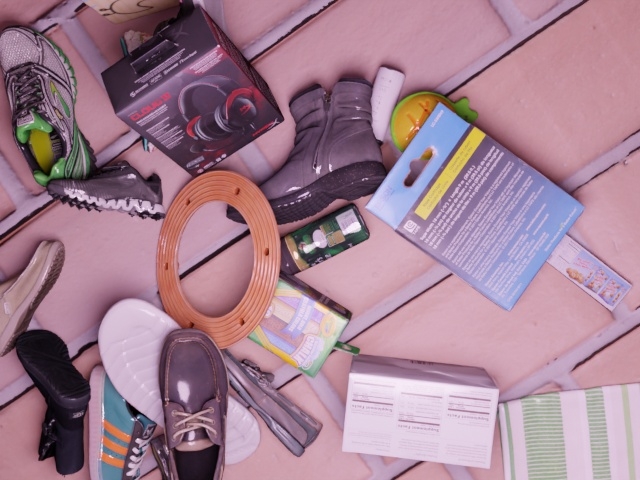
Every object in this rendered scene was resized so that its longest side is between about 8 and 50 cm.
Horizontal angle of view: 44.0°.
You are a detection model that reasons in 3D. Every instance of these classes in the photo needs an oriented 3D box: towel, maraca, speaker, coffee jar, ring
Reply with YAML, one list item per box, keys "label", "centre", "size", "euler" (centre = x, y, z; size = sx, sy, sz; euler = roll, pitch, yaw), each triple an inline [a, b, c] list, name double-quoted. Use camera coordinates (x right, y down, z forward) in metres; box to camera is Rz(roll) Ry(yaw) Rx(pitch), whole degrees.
- label: "towel"
  centre: [0.514, 0.410, 1.529]
  size: [0.324, 0.038, 0.248]
  euler: [-7, 91, 5]
- label: "maraca"
  centre: [0.217, -0.217, 1.501]
  size: [0.185, 0.099, 0.127]
  euler: [-3, 102, -20]
- label: "speaker"
  centre: [0.116, -0.261, 1.525]
  size: [0.055, 0.055, 0.136]
  euler: [19, 94, 4]
- label: "coffee jar"
  centre: [0.000, 0.000, 1.525]
  size: [0.184, 0.096, 0.079]
  euler: [-26, 90, 6]
- label: "ring"
  centre: [-0.194, 0.036, 1.495]
  size: [0.336, 0.032, 0.337]
  euler: [-3, 85, 40]

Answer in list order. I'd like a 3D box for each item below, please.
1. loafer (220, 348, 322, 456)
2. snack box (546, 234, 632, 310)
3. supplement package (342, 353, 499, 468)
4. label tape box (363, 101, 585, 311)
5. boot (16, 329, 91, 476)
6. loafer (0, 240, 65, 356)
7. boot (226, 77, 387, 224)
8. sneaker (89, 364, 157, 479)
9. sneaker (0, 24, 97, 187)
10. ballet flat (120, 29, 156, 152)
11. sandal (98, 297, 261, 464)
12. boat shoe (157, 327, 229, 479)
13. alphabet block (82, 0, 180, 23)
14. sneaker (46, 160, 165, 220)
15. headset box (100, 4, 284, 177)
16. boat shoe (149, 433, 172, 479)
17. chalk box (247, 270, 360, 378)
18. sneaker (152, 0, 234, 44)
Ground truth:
- label: "loafer"
  centre: [-0.105, 0.303, 1.561]
  size: [0.084, 0.096, 0.267]
  euler: [-42, 96, -15]
- label: "snack box"
  centre: [0.507, 0.057, 1.522]
  size: [0.178, 0.022, 0.064]
  euler: [38, 94, 2]
- label: "supplement package"
  centre: [0.179, 0.310, 1.468]
  size: [0.261, 0.204, 0.145]
  euler: [6, 92, 4]
- label: "label tape box"
  centre: [0.278, -0.063, 1.477]
  size: [0.333, 0.106, 0.241]
  euler: [35, 94, -5]
- label: "boot"
  centre: [-0.538, 0.323, 1.575]
  size: [0.246, 0.094, 0.207]
  euler: [38, 124, 37]
- label: "loafer"
  centre: [-0.604, 0.106, 1.577]
  size: [0.092, 0.102, 0.269]
  euler: [32, 95, -3]
- label: "boot"
  centre: [-0.036, -0.166, 1.523]
  size: [0.338, 0.118, 0.223]
  euler: [-16, 73, 17]
- label: "sneaker"
  centre: [-0.382, 0.394, 1.567]
  size: [0.120, 0.108, 0.303]
  euler: [-4, 91, 9]
- label: "sneaker"
  centre: [-0.539, -0.259, 1.535]
  size: [0.134, 0.146, 0.344]
  euler: [-22, 90, 5]
- label: "ballet flat"
  centre: [-0.331, -0.295, 1.551]
  size: [0.077, 0.091, 0.241]
  euler: [-12, 95, -17]
- label: "sandal"
  centre: [-0.278, 0.277, 1.535]
  size: [0.169, 0.102, 0.416]
  euler: [-35, 111, 1]
- label: "boat shoe"
  centre: [-0.220, 0.332, 1.438]
  size: [0.132, 0.130, 0.356]
  euler: [-8, 111, -12]
- label: "alphabet block"
  centre: [-0.361, -0.542, 1.483]
  size: [0.192, 0.197, 0.194]
  euler: [-14, 91, 6]
- label: "sneaker"
  centre: [-0.409, -0.106, 1.531]
  size: [0.234, 0.078, 0.106]
  euler: [9, 79, -32]
- label: "headset box"
  centre: [-0.230, -0.264, 1.422]
  size: [0.218, 0.293, 0.110]
  euler: [-31, 61, 9]
- label: "boat shoe"
  centre: [-0.291, 0.490, 1.568]
  size: [0.073, 0.080, 0.224]
  euler: [-10, 88, -25]
- label: "chalk box"
  centre: [-0.023, 0.169, 1.516]
  size: [0.213, 0.132, 0.132]
  euler: [33, 94, 4]
- label: "sneaker"
  centre: [-0.253, -0.403, 1.458]
  size: [0.146, 0.296, 0.105]
  euler: [4, 55, 11]
